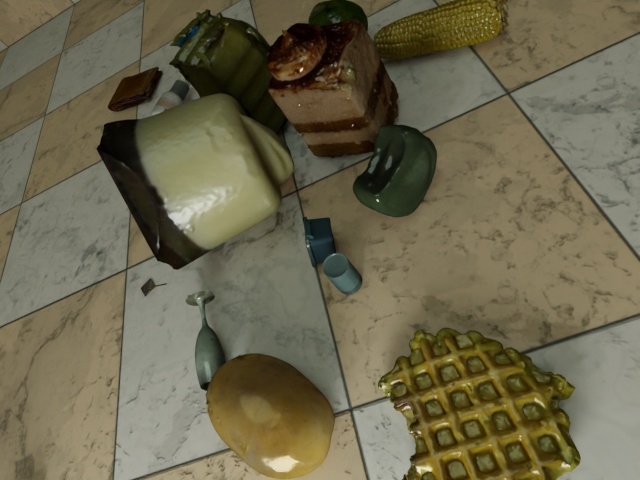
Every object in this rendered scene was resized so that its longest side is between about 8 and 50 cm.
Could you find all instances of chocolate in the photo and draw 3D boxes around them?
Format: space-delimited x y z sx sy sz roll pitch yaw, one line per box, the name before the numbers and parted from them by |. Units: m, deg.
chocolate | -0.223 -0.155 0.860 0.297 0.326 0.314 -24 99 14

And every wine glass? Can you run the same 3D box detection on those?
wine glass | -0.231 0.200 0.821 0.066 0.066 0.198 -27 55 9

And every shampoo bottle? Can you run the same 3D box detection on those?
shampoo bottle | -0.471 -0.446 1.302 0.074 0.074 0.192 6 63 28

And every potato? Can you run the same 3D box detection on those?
potato | -0.088 0.283 0.667 0.234 0.146 0.150 24 105 33

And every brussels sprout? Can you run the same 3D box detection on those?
brussels sprout | 0.044 -0.558 1.084 0.161 0.144 0.180 -47 58 39

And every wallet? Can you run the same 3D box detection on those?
wallet | -0.674 -0.548 1.480 0.196 0.042 0.160 -8 55 24

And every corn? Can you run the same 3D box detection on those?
corn | 0.276 -0.499 0.959 0.305 0.106 0.106 -2 61 25

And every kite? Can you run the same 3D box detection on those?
kite | -0.409 0.107 0.995 0.078 0.002 0.044 -29 54 9

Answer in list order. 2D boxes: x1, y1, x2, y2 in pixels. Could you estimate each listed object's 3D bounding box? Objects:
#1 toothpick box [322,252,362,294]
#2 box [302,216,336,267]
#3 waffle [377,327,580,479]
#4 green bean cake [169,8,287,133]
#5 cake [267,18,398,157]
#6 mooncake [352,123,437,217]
toothpick box | 0.042 0.063 0.756 0.052 0.083 0.052 -11 58 19
box | 0.000 0.000 0.809 0.054 0.099 0.074 -12 57 2
waffle | 0.208 0.259 0.585 0.291 0.051 0.291 -12 56 17
green bean cake | -0.230 -0.423 1.026 0.285 0.310 0.202 26 78 32
cake | 0.028 -0.338 0.868 0.199 0.293 0.196 4 65 32
mooncake | 0.137 -0.131 0.775 0.104 0.168 0.175 29 62 36
